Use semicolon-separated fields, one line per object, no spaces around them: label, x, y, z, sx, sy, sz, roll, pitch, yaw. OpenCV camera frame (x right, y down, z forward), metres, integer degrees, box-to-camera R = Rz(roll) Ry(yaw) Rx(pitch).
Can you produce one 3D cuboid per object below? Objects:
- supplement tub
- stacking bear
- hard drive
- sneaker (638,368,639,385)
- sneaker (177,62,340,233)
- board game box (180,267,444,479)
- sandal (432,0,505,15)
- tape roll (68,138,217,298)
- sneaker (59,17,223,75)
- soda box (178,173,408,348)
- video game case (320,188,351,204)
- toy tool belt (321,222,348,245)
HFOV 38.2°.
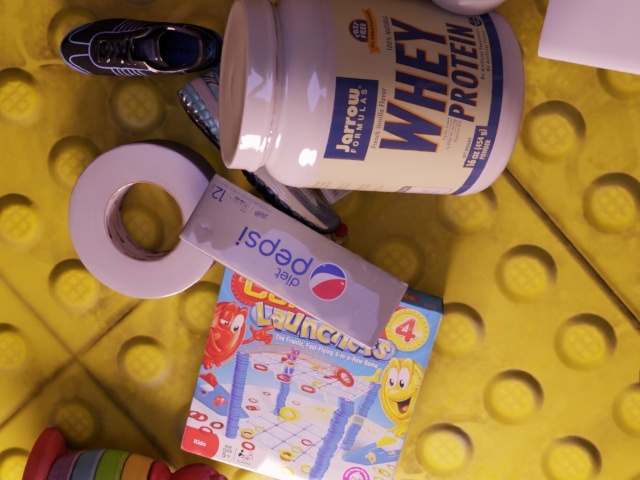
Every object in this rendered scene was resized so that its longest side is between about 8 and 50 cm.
supplement tub;0.052;-0.177;1.112;0.324;0.235;0.235;2;102;-15
stacking bear;-0.274;0.380;1.349;0.289;0.164;0.175;1;101;2
hard drive;0.434;-0.298;1.103;0.318;0.040;0.210;20;105;35
sneaker;0.530;0.198;1.262;0.192;0.064;0.086;9;109;5
sneaker;-0.059;-0.131;1.238;0.122;0.110;0.283;-42;89;-5
board game box;-0.013;0.189;1.309;0.308;0.086;0.302;15;102;4
sandal;0.250;-0.426;1.118;0.169;0.102;0.416;43;74;4
tape roll;-0.238;-0.032;1.302;0.219;0.072;0.219;1;102;6
sneaker;-0.250;-0.262;1.249;0.232;0.090;0.081;-1;101;7
soda box;-0.034;0.030;1.194;0.286;0.091;0.098;29;86;4
video game case;0.033;-0.112;1.241;0.011;0.122;0.087;-23;100;54
toy tool belt;0.000;0.000;1.297;0.083;0.051;0.052;-16;70;1
